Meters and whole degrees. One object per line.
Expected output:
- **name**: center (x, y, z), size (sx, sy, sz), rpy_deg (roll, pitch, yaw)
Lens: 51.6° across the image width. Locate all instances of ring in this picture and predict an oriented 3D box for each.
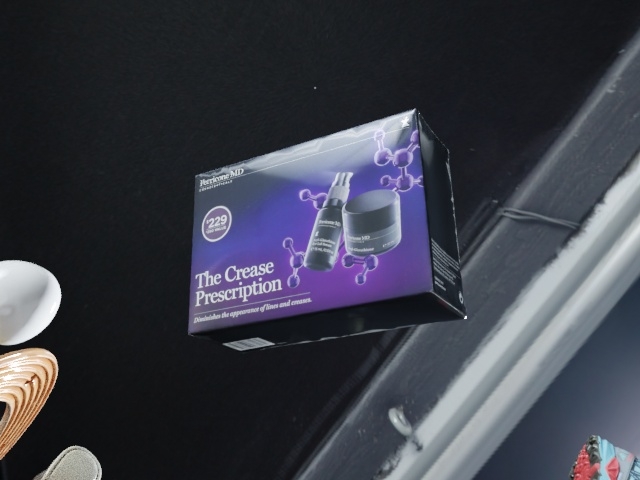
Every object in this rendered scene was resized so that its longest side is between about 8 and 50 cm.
- **ring**: center (-0.382, 0.218, 0.596), size (0.032, 0.336, 0.336), rpy_deg (42, -80, 7)

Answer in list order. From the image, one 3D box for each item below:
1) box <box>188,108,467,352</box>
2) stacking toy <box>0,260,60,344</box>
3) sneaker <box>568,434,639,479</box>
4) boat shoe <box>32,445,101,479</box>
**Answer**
- **box**: center (0.000, 0.000, 0.673), size (0.261, 0.103, 0.184), rpy_deg (-13, -117, 26)
- **stacking toy**: center (-0.585, 0.151, 0.873), size (0.480, 0.350, 0.351), rpy_deg (-19, -77, -14)
- **sneaker**: center (0.369, 0.348, 0.782), size (0.125, 0.262, 0.104), rpy_deg (19, -52, 10)
- **boat shoe**: center (-0.441, 0.429, 0.974), size (0.112, 0.335, 0.095), rpy_deg (44, -73, 0)
